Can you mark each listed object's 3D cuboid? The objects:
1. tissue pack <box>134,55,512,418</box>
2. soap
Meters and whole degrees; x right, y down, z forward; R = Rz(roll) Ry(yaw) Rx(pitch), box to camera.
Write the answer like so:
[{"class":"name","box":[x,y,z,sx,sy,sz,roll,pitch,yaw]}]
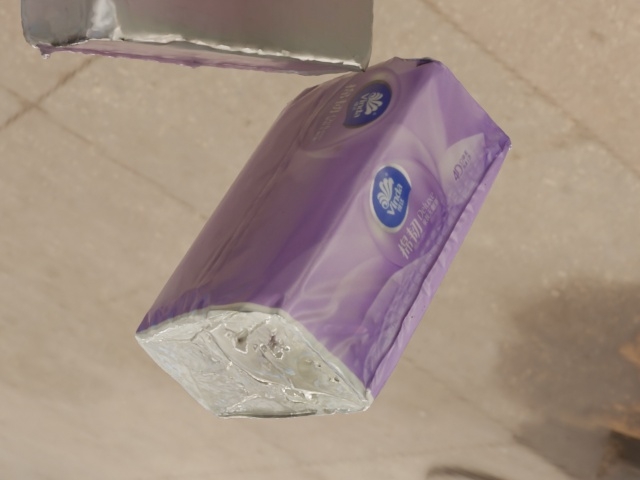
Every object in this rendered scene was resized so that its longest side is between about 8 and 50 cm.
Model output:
[{"class":"tissue pack","box":[0.000,0.000,1.254,0.242,0.338,0.160,-15,126,49]},{"class":"soap","box":[-0.086,-0.276,1.026,0.296,0.285,0.107,1,179,-44]}]
